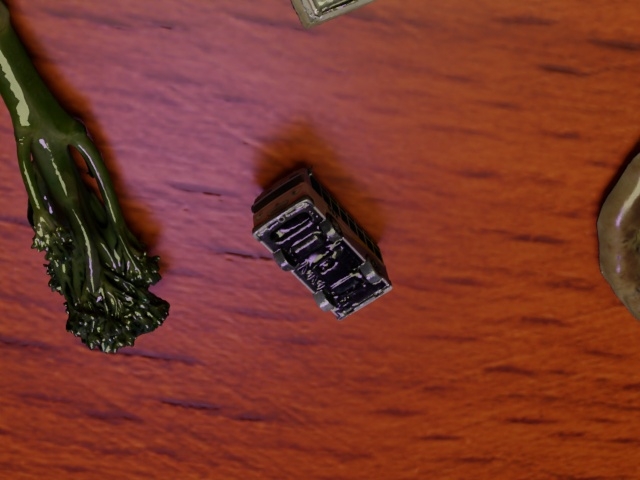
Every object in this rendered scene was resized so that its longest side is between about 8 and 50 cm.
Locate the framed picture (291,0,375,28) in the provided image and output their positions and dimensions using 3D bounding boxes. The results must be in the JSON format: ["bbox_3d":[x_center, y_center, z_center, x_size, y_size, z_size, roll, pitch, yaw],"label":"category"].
[{"bbox_3d":[0.084,-0.250,0.558,0.293,0.018,0.231,-21,133,10],"label":"framed picture"}]

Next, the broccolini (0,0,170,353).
[{"bbox_3d":[-0.197,-0.080,0.639,0.079,0.074,0.392,-23,125,3],"label":"broccolini"}]

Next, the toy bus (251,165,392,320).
[{"bbox_3d":[0.000,0.000,0.722,0.052,0.058,0.102,-33,126,16],"label":"toy bus"}]

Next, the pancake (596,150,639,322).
[{"bbox_3d":[0.306,-0.019,0.752,0.212,0.029,0.235,17,120,-14],"label":"pancake"}]
